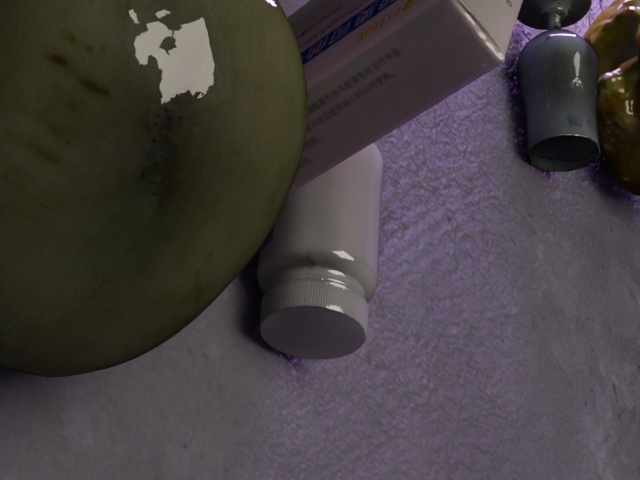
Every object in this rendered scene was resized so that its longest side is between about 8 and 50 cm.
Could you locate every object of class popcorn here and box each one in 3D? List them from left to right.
[{"bbox_3d":[0.476,-0.205,1.581,0.282,0.282,0.247,46,40,-23],"label":"popcorn"}]

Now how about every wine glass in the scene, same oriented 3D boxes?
[{"bbox_3d":[0.296,-0.204,1.507,0.103,0.103,0.231,27,54,-39],"label":"wine glass"}]

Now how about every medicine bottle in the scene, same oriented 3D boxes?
[{"bbox_3d":[0.000,0.000,1.034,0.103,0.103,0.186,32,48,-35],"label":"medicine bottle"}]

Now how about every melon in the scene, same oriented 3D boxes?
[{"bbox_3d":[-0.139,-0.066,0.758,0.272,0.272,0.308,-12,115,-52],"label":"melon"}]

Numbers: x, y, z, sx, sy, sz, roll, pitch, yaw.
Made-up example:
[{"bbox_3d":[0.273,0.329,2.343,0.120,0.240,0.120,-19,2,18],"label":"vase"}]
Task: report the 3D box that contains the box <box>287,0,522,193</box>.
[{"bbox_3d":[0.008,-0.130,0.919,0.065,0.343,0.200,44,42,-20],"label":"box"}]
